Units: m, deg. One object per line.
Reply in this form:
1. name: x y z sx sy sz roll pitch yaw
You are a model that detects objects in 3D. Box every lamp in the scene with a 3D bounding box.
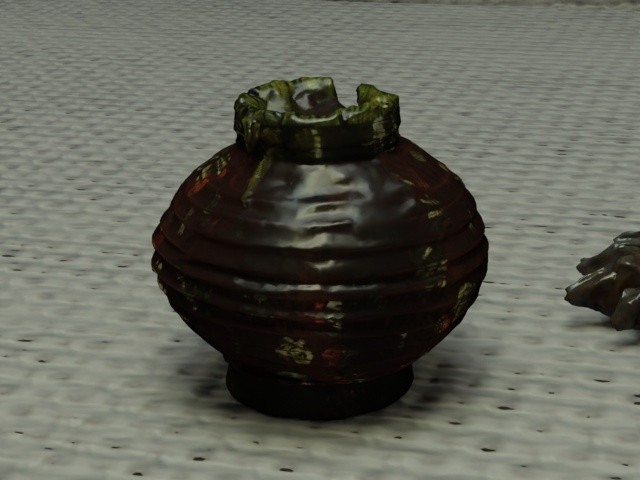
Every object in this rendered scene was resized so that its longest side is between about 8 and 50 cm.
1. lamp: 0.000 0.000 0.981 0.247 0.247 0.247 -1 20 1

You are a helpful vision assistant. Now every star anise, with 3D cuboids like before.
1. star anise: 0.296 0.038 1.082 0.195 0.065 0.182 -3 21 -15
